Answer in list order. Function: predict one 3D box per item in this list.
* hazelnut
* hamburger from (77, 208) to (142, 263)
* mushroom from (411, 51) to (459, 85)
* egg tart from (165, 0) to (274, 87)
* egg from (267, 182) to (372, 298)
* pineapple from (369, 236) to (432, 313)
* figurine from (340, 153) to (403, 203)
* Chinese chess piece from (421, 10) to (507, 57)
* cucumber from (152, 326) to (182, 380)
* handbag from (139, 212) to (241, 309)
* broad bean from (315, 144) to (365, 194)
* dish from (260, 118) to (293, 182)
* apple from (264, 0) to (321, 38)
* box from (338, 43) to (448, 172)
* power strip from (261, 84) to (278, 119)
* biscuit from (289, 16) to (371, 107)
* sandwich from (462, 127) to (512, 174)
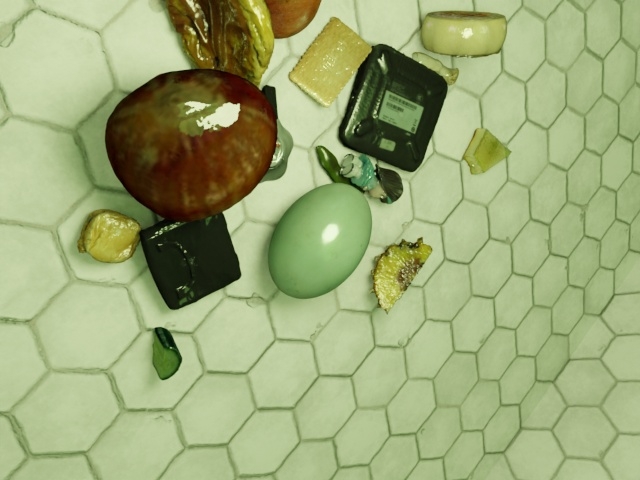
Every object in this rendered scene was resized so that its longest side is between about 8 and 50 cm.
[{"bbox_3d":[-0.303,-0.246,1.195,0.421,0.421,0.352,-1,63,-30],"label":"hazelnut"},{"bbox_3d":[-0.551,-0.009,1.289,0.147,0.083,0.138,20,88,-34],"label":"hamburger"},{"bbox_3d":[0.401,-0.603,1.711,0.202,0.054,0.059,17,88,-26],"label":"mushroom"},{"bbox_3d":[-0.226,-0.551,1.221,0.153,0.339,0.351,-49,114,-31],"label":"egg tart"},{"bbox_3d":[0.000,0.000,1.495,0.276,0.276,0.389,40,80,-31],"label":"egg"},{"bbox_3d":[0.265,0.103,1.780,0.161,0.158,0.334,34,77,7],"label":"pineapple"},{"bbox_3d":[0.178,-0.213,1.630,0.245,0.110,0.138,24,57,-35],"label":"figurine"},{"bbox_3d":[0.465,-0.678,1.599,0.270,0.270,0.112,-17,126,-26],"label":"Chinese chess piece"},{"bbox_3d":[-0.446,0.326,1.422,0.062,0.115,0.116,-1,111,-30],"label":"cucumber"},{"bbox_3d":[-0.362,0.041,1.381,0.244,0.088,0.275,-28,129,-24],"label":"handbag"},{"bbox_3d":[0.061,-0.220,1.611,0.254,0.046,0.065,42,73,-32],"label":"broad bean"},{"bbox_3d":[-0.167,-0.270,1.446,0.229,0.081,0.229,-7,105,-28],"label":"dish"},{"bbox_3d":[-0.100,-0.673,1.294,0.253,0.253,0.253,-8,106,-28],"label":"apple"},{"bbox_3d":[0.251,-0.434,1.641,0.359,0.091,0.350,15,94,-30],"label":"box"},{"bbox_3d":[-0.148,-0.397,1.428,0.038,0.029,0.111,5,70,-31],"label":"power strip"},{"bbox_3d":[0.031,-0.544,1.499,0.160,0.030,0.249,36,83,-11],"label":"biscuit"},{"bbox_3d":[0.648,-0.326,1.921,0.193,0.058,0.162,26,91,-34],"label":"sandwich"}]
